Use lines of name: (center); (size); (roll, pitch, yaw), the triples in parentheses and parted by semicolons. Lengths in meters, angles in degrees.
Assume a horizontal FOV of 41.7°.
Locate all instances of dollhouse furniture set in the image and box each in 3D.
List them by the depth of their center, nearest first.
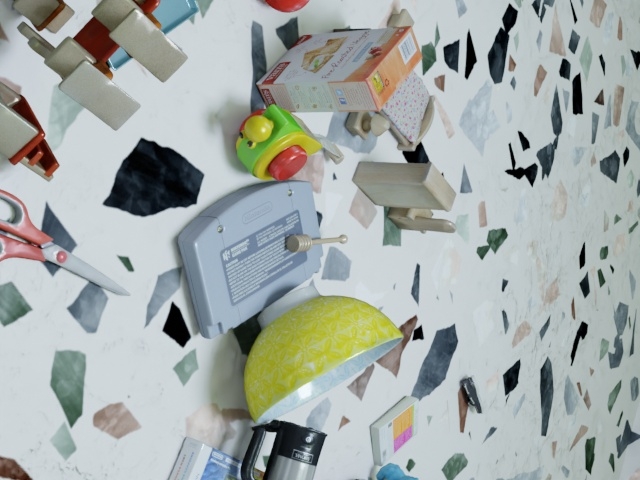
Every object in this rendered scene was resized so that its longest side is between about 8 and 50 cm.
dollhouse furniture set: (-0.294, -0.209, 0.999); (0.259, 0.262, 0.135); (-44, 139, 5)
dollhouse furniture set: (0.224, -0.234, 1.697); (0.303, 0.174, 0.355); (43, 62, -46)

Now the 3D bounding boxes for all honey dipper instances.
honey dipper: (0.000, 0.000, 1.480); (0.161, 0.030, 0.030); (-8, 101, -54)

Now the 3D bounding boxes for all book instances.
book: (0.163, 0.414, 1.828); (0.144, 0.035, 0.096); (-27, 119, -47)

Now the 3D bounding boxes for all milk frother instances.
milk frother: (-0.068, 0.374, 1.422); (0.143, 0.129, 0.134); (101, 6, -76)

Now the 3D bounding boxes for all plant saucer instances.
plant saucer: (-0.250, -0.318, 1.205); (0.192, 0.018, 0.067); (-48, 130, -36)

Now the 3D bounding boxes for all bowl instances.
bowl: (-0.021, 0.171, 1.420); (0.289, 0.289, 0.156); (-13, 68, -51)

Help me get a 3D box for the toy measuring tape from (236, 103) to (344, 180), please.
toy measuring tape: (-0.058, -0.148, 1.426); (0.330, 0.121, 0.121); (15, 83, -70)

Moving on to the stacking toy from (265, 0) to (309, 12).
stacking toy: (-0.105, -0.476, 1.284); (0.330, 0.141, 0.141); (42, 63, -51)

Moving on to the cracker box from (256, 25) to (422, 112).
cracker box: (0.030, -0.281, 1.391); (0.155, 0.232, 0.067); (-53, 132, -33)

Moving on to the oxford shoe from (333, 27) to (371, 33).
oxford shoe: (0.095, -0.338, 1.492); (0.076, 0.212, 0.076); (-7, 106, -27)

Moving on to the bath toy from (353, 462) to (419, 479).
bath toy: (0.052, 0.510, 1.625); (0.348, 0.151, 0.129); (5, 56, -49)

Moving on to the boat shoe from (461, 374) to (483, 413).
boat shoe: (0.379, 0.388, 2.094); (0.046, 0.038, 0.125); (-105, 176, -53)

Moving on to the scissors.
scissors: (-0.355, 0.006, 1.112); (0.297, 0.021, 0.109); (18, 79, -50)

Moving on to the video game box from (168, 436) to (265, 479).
video game box: (-0.181, 0.444, 1.379); (0.205, 0.048, 0.187); (42, 65, -46)

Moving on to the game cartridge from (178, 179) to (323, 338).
game cartridge: (-0.110, 0.012, 1.404); (0.297, 0.062, 0.198); (-31, 114, -46)
